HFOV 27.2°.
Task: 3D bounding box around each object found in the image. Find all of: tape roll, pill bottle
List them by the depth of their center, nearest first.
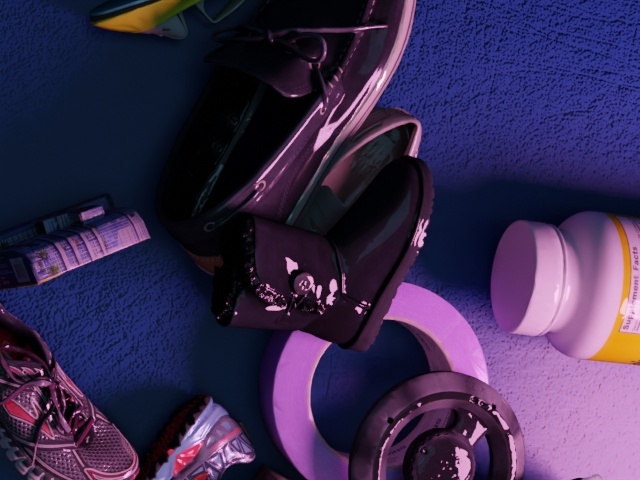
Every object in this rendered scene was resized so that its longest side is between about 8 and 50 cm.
[{"bbox_3d":[0.065,0.183,1.637,0.275,0.090,0.274,-1,92,-15],"label":"tape roll"},{"bbox_3d":[0.395,0.064,1.666,0.334,0.188,0.188,7,90,-14],"label":"pill bottle"}]

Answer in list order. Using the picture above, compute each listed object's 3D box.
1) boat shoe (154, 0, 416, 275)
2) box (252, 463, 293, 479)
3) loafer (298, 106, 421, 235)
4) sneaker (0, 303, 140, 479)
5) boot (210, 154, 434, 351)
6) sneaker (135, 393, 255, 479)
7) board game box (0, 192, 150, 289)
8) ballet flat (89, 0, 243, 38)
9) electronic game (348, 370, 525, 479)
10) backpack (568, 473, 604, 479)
[{"bbox_3d":[-0.039,-0.195,1.540,0.156,0.187,0.500,30,87,-53],"label":"boat shoe"},{"bbox_3d":[-0.067,0.406,1.579,0.127,0.148,0.232,34,83,-12],"label":"box"},{"bbox_3d":[0.008,-0.033,1.603,0.112,0.111,0.319,38,83,-12],"label":"loafer"},{"bbox_3d":[-0.322,0.182,1.500,0.299,0.121,0.112,43,126,-16],"label":"sneaker"},{"bbox_3d":[0.000,0.000,1.486,0.207,0.094,0.246,16,101,-33],"label":"boot"},{"bbox_3d":[-0.174,0.319,1.574,0.125,0.104,0.262,39,83,-14],"label":"sneaker"},{"bbox_3d":[-0.287,-0.004,1.500,0.194,0.194,0.060,-25,100,-36],"label":"board game box"},{"bbox_3d":[-0.159,-0.286,1.578,0.231,0.077,0.077,-30,115,-13],"label":"ballet flat"},{"bbox_3d":[0.142,0.270,1.588,0.229,0.048,0.229,-1,94,-18],"label":"electronic game"},{"bbox_3d":[0.304,0.375,1.632,0.166,0.188,0.144,-25,59,-12],"label":"backpack"}]
